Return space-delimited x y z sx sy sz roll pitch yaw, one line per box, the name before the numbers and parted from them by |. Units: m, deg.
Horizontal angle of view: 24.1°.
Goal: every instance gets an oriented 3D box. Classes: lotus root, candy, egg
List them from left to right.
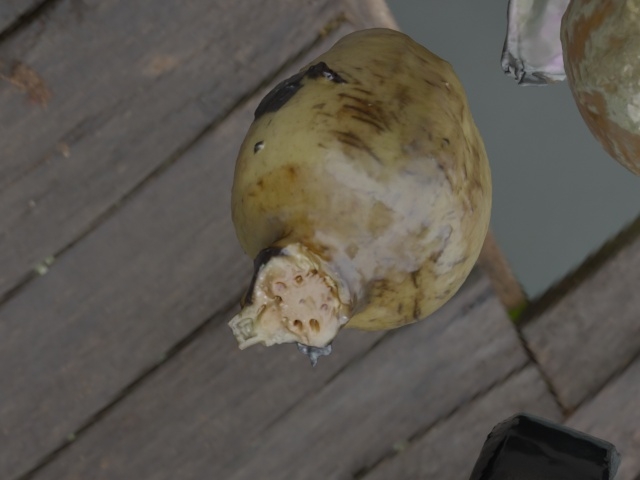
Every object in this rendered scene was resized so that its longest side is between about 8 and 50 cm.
lotus root | 0.027 -0.041 0.876 0.140 0.257 0.154 -23 120 31
candy | 0.289 -0.272 1.747 0.185 0.137 0.195 -11 107 -74
egg | 0.280 -0.146 1.127 0.203 0.203 0.245 -23 139 -19

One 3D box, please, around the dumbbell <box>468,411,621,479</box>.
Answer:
dumbbell | 0.220 0.240 0.826 0.204 0.322 0.204 18 90 -77
